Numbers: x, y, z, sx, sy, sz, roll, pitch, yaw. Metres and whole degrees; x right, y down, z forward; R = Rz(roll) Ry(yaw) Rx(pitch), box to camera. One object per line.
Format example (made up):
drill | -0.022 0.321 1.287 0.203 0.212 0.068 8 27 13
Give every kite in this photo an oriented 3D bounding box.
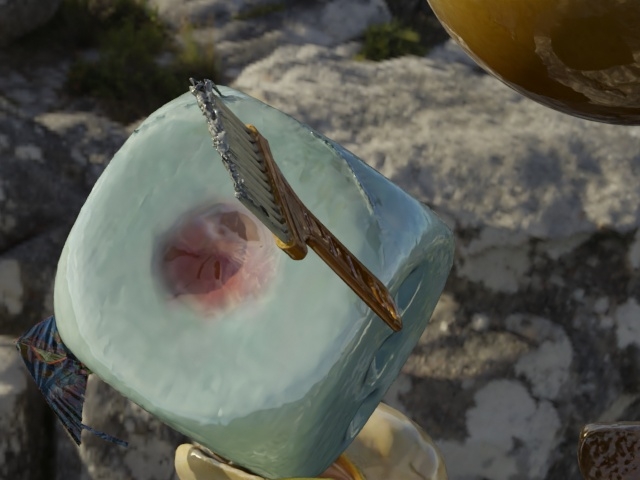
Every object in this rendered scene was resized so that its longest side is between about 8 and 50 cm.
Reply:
kite | -0.258 0.130 1.282 0.160 0.010 0.183 24 56 -37

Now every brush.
brush | 0.000 0.000 0.763 0.017 0.314 0.090 -27 62 11

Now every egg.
egg | 0.193 -0.221 0.758 0.282 0.282 0.351 -3 30 -18

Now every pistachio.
pistachio | -0.003 0.268 1.297 0.321 0.238 0.229 25 63 20

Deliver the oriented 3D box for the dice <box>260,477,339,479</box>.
dice | -0.014 0.307 0.761 0.233 0.238 0.227 -13 21 -35

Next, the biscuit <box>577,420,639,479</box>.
biscuit | 0.404 0.238 1.113 0.278 0.301 0.043 53 19 7

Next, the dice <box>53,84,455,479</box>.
dice | -0.054 0.040 1.065 0.264 0.268 0.262 30 -3 17
